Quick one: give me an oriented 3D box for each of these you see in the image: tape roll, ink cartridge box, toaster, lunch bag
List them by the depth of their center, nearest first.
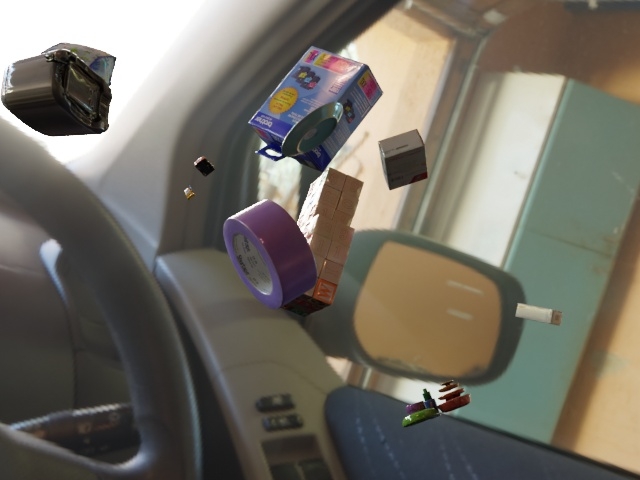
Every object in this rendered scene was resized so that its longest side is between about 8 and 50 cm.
[{"bbox_3d":[-0.093,0.026,1.540,0.080,0.189,0.189,-29,27,-26],"label":"tape roll"},{"bbox_3d":[-0.530,-0.290,1.677,0.147,0.129,0.227,-6,-19,18],"label":"toaster"},{"bbox_3d":[-0.571,-0.414,1.984,0.129,0.096,0.151,16,10,6],"label":"lunch bag"},{"bbox_3d":[0.249,-0.242,2.522,0.128,0.072,0.175,-18,-32,0],"label":"ink cartridge box"},{"bbox_3d":[-0.031,-0.388,2.617,0.270,0.395,0.151,28,-12,41],"label":"ink cartridge box"}]

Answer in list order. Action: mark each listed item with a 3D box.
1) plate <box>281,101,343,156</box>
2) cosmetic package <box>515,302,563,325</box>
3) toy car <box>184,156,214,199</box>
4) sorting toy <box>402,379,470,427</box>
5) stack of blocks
[{"bbox_3d":[-0.014,-0.264,2.058,0.024,0.188,0.188,52,10,15],"label":"plate"},{"bbox_3d":[0.617,0.208,2.375,0.115,0.041,0.060,10,-2,44],"label":"cosmetic package"},{"bbox_3d":[-0.317,-0.163,2.105,0.060,0.122,0.040,21,27,-50],"label":"toy car"},{"bbox_3d":[0.151,0.217,1.136,0.102,0.042,0.061,-18,-16,-9],"label":"sorting toy"},{"bbox_3d":[0.000,0.000,1.786,0.087,0.297,0.171,23,-20,-13],"label":"stack of blocks"}]
